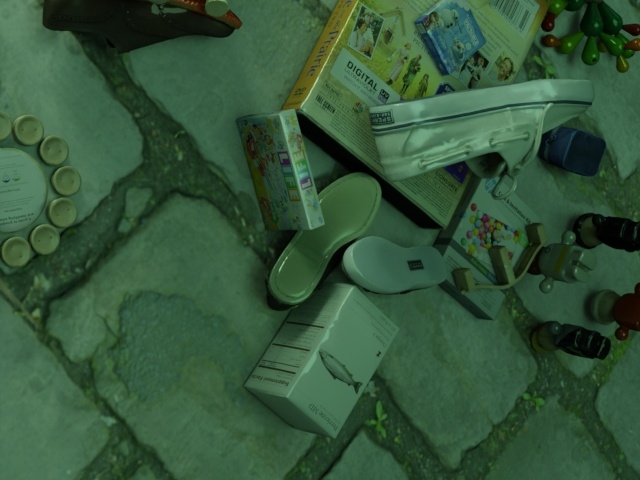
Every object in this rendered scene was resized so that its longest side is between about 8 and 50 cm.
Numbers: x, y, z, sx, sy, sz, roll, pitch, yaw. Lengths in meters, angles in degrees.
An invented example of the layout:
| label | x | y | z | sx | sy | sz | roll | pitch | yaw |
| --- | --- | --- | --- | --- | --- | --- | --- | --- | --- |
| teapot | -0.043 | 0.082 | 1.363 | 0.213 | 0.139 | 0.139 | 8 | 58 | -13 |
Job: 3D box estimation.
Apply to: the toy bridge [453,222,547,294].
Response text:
| label | x | y | z | sx | sy | sz | roll | pitch | yaw |
| --- | --- | --- | --- | --- | --- | --- | --- | --- | --- |
| toy bridge | 0.273 | 0.039 | 1.789 | 0.188 | 0.026 | 0.063 | -29 | 110 | -33 |

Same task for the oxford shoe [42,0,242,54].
| label | x | y | z | sx | sy | sz | roll | pitch | yaw |
| --- | --- | --- | --- | --- | --- | --- | --- | --- | --- |
| oxford shoe | -0.216 | -0.277 | 1.451 | 0.271 | 0.097 | 0.098 | 7 | 120 | -42 |

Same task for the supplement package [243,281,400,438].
| label | x | y | z | sx | sy | sz | roll | pitch | yaw |
| --- | --- | --- | --- | --- | --- | --- | --- | --- | --- |
| supplement package | 0.003 | 0.156 | 1.592 | 0.105 | 0.105 | 0.179 | 44 | 67 | -29 |

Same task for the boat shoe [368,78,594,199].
| label | x | y | z | sx | sy | sz | roll | pitch | yaw |
| --- | --- | --- | --- | --- | --- | --- | --- | --- | --- |
| boat shoe | 0.239 | -0.136 | 1.666 | 0.367 | 0.136 | 0.156 | -13 | 99 | -32 |

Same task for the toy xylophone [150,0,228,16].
| label | x | y | z | sx | sy | sz | roll | pitch | yaw |
| --- | --- | --- | --- | --- | --- | --- | --- | --- | --- |
| toy xylophone | -0.195 | -0.396 | 1.394 | 0.236 | 0.081 | 0.322 | 15 | 54 | -39 |

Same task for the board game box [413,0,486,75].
| label | x | y | z | sx | sy | sz | roll | pitch | yaw |
| --- | --- | --- | --- | --- | --- | --- | --- | --- | --- |
| board game box | 0.185 | -0.295 | 1.691 | 0.090 | 0.020 | 0.090 | -43 | 114 | -28 |

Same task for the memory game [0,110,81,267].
| label | x | y | z | sx | sy | sz | roll | pitch | yaw |
| --- | --- | --- | --- | --- | --- | --- | --- | --- | --- |
| memory game | -0.362 | -0.059 | 1.379 | 0.186 | 0.012 | 0.186 | -1 | 92 | -37 |

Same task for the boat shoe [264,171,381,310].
| label | x | y | z | sx | sy | sz | roll | pitch | yaw |
| --- | --- | --- | --- | --- | --- | --- | --- | --- | --- |
| boat shoe | 0.000 | 0.000 | 1.613 | 0.081 | 0.068 | 0.227 | 39 | 65 | 1 |

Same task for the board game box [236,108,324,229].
| label | x | y | z | sx | sy | sz | roll | pitch | yaw |
| --- | --- | --- | --- | --- | --- | --- | --- | --- | --- |
| board game box | -0.053 | -0.090 | 1.548 | 0.026 | 0.103 | 0.154 | -23 | 104 | -34 |

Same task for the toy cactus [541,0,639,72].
| label | x | y | z | sx | sy | sz | roll | pitch | yaw |
| --- | --- | --- | --- | --- | --- | --- | --- | --- | --- |
| toy cactus | 0.440 | -0.371 | 1.915 | 0.219 | 0.112 | 0.180 | 14 | 73 | -27 |

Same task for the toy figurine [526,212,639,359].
| label | x | y | z | sx | sy | sz | roll | pitch | yaw |
| --- | --- | --- | --- | --- | --- | --- | --- | --- | --- |
| toy figurine | 0.424 | 0.072 | 1.883 | 0.210 | 0.148 | 0.213 | -23 | 107 | -28 |

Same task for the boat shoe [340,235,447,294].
| label | x | y | z | sx | sy | sz | roll | pitch | yaw |
| --- | --- | --- | --- | --- | --- | --- | --- | --- | --- |
| boat shoe | 0.088 | 0.042 | 1.647 | 0.228 | 0.076 | 0.080 | -4 | 71 | -55 |

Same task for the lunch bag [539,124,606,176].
| label | x | y | z | sx | sy | sz | roll | pitch | yaw |
| --- | --- | --- | --- | --- | --- | --- | --- | --- | --- |
| lunch bag | 0.395 | -0.146 | 1.899 | 0.098 | 0.065 | 0.067 | 15 | 98 | -36 |

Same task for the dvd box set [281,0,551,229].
| label | x | y | z | sx | sy | sz | roll | pitch | yaw |
| --- | --- | --- | --- | --- | --- | --- | --- | --- | --- |
| dvd box set | 0.149 | -0.271 | 1.718 | 0.308 | 0.062 | 0.420 | 36 | 71 | -31 |

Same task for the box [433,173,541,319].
| label | x | y | z | sx | sy | sz | roll | pitch | yaw |
| --- | --- | --- | --- | --- | --- | --- | --- | --- | --- |
| box | 0.247 | 0.005 | 1.810 | 0.145 | 0.038 | 0.186 | 40 | 67 | -31 |
